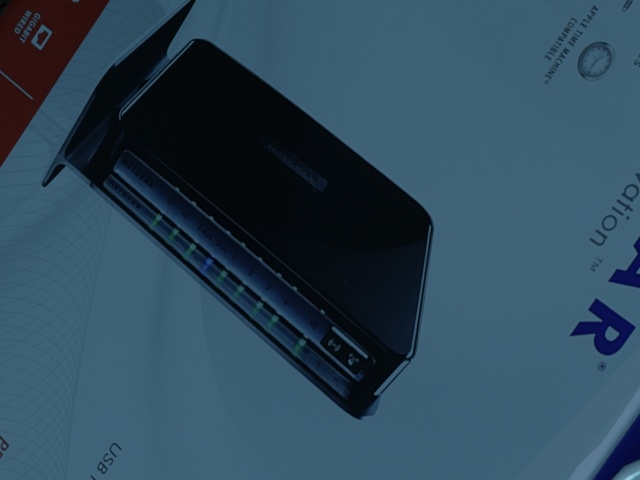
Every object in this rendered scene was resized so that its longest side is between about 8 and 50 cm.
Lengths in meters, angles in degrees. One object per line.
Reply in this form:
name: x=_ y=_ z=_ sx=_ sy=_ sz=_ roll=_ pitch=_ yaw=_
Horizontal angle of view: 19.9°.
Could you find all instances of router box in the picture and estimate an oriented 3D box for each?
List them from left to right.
router box: x=0.000 y=0.000 z=0.593 sx=0.301 sy=0.082 sz=0.335 roll=38 pitch=97 yaw=38

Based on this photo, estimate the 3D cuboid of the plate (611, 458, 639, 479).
plate: x=0.148 y=0.200 z=0.325 sx=0.278 sy=0.045 sz=0.277 roll=10 pitch=82 yaw=36
